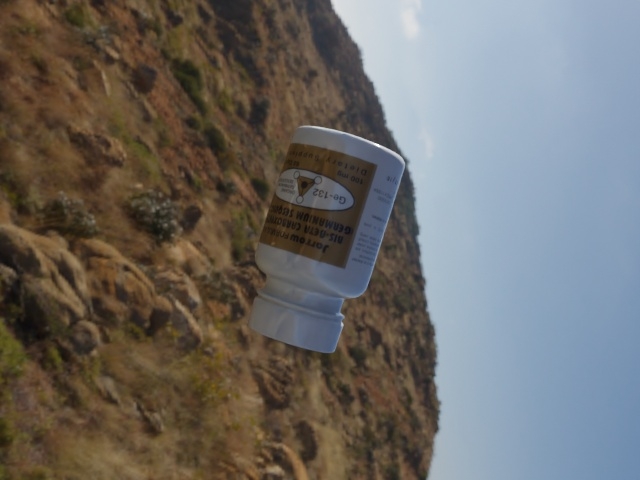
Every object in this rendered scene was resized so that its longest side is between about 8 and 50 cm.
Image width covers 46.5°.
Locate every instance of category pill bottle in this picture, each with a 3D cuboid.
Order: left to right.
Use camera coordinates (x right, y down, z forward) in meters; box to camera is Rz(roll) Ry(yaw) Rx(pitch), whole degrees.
[{"bbox_3d":[0.000,0.000,0.827,0.131,0.131,0.229,32,75,-87],"label":"pill bottle"}]
